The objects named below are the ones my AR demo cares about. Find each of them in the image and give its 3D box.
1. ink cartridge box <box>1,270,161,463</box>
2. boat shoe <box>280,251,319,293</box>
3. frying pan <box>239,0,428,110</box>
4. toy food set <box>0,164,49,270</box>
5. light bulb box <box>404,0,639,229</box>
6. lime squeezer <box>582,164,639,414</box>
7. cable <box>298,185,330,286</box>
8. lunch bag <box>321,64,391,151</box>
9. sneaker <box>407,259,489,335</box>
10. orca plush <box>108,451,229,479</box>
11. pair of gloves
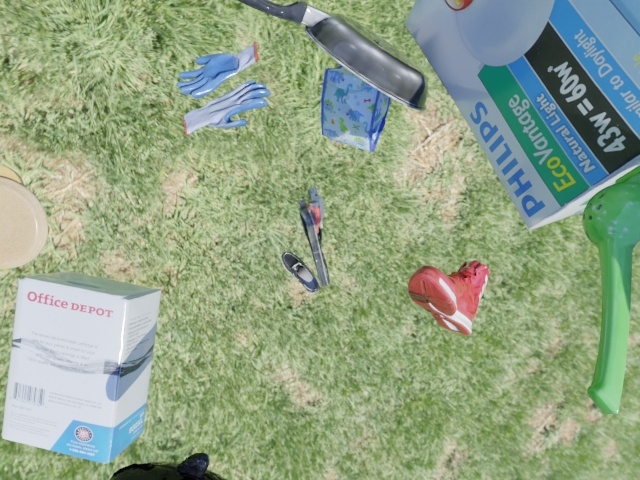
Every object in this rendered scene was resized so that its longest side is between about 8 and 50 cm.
[{"bbox_3d":[-0.455,0.230,0.846,0.222,0.129,0.308,9,94,9],"label":"ink cartridge box"},{"bbox_3d":[-0.048,0.073,1.039,0.046,0.038,0.125,-35,81,-16],"label":"boat shoe"},{"bbox_3d":[0.017,-0.280,0.588,0.326,0.197,0.053,36,119,-1],"label":"frying pan"},{"bbox_3d":[-0.276,-0.016,0.373,0.082,0.020,0.083,-38,105,3],"label":"toy food set"},{"bbox_3d":[0.323,-0.261,0.464,0.225,0.358,0.361,-14,159,-23],"label":"light bulb box"},{"bbox_3d":[0.276,-0.018,0.329,0.310,0.110,0.059,-34,149,-16],"label":"lime squeezer"},{"bbox_3d":[0.000,0.000,1.193,0.072,0.139,0.288,-16,104,1],"label":"cable"},{"bbox_3d":[0.071,-0.273,0.917,0.096,0.128,0.151,-38,146,-51],"label":"lunch bag"},{"bbox_3d":[0.230,0.070,0.775,0.128,0.086,0.221,-62,141,-18],"label":"sneaker"},{"bbox_3d":[-0.160,0.335,0.563,0.151,0.287,0.102,-9,107,-57],"label":"orca plush"},{"bbox_3d":[-0.165,-0.254,0.730,0.159,0.198,0.023,-20,148,10],"label":"pair of gloves"}]
